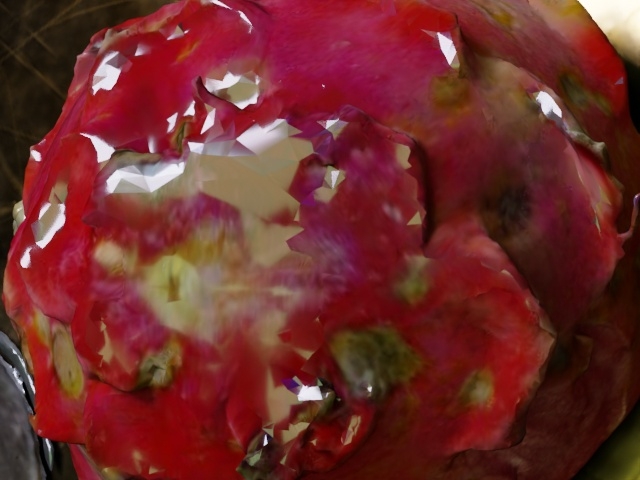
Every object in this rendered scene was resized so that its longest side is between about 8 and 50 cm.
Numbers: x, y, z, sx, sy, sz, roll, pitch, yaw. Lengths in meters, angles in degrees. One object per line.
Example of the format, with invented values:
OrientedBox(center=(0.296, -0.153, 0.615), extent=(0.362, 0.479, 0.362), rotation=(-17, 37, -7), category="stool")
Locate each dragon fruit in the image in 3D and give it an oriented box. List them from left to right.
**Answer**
OrientedBox(center=(0.000, 0.000, 0.987), extent=(0.386, 0.249, 0.370), rotation=(-5, 78, 15), category="dragon fruit")

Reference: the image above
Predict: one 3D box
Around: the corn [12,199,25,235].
OrientedBox(center=(-0.112, 0.047, 1.160), extent=(0.087, 0.087, 0.211), rotation=(-39, 74, 20), category="corn")

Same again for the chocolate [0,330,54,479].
OrientedBox(center=(-0.345, 0.168, 1.197), extent=(0.303, 0.213, 0.303), rotation=(-4, 81, 30), category="chocolate")
